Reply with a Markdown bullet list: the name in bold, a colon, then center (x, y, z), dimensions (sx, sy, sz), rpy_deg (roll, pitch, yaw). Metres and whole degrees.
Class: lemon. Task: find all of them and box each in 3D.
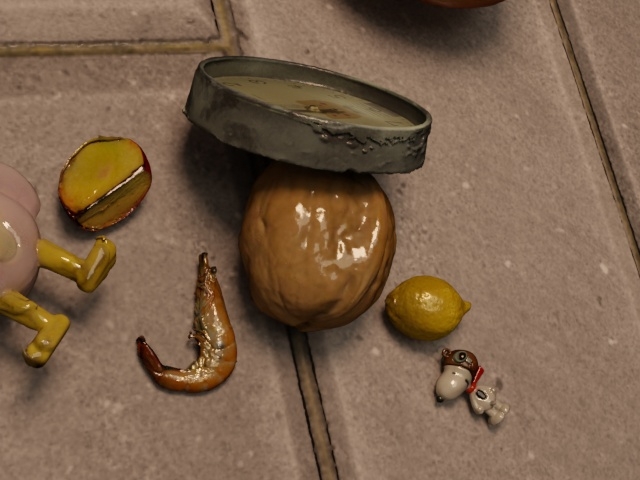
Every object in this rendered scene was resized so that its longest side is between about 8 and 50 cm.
- **lemon**: center (0.106, 0.066, 0.858), dimensions (0.092, 0.065, 0.065), rpy_deg (4, 71, -20)

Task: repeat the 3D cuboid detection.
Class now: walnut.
- **walnut**: center (0.000, 0.000, 0.791), dimensions (0.166, 0.149, 0.167), rpy_deg (0, 90, -44)

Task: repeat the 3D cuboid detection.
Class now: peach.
- **peach**: center (-0.189, -0.046, 0.775), dimensions (0.077, 0.050, 0.083), rpy_deg (5, 59, 3)

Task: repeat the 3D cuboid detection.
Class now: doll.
- **doll**: center (-0.346, -0.036, 0.682), dimensions (0.365, 0.094, 0.160), rpy_deg (34, 59, -10)
- **doll**: center (0.151, 0.143, 0.865), dimensions (0.085, 0.040, 0.058), rpy_deg (23, 77, -10)

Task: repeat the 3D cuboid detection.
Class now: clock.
- **clock**: center (-0.009, -0.118, 0.798), dimensions (0.226, 0.226, 0.049), rpy_deg (6, 111, -21)

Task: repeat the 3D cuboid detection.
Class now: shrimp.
- **shrimp**: center (-0.118, 0.072, 0.781), dimensions (0.091, 0.025, 0.127), rpy_deg (4, 73, -21)

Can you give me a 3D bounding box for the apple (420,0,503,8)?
- **apple**: center (0.111, -0.400, 0.903), dimensions (0.301, 0.301, 0.302), rpy_deg (8, 69, -21)
